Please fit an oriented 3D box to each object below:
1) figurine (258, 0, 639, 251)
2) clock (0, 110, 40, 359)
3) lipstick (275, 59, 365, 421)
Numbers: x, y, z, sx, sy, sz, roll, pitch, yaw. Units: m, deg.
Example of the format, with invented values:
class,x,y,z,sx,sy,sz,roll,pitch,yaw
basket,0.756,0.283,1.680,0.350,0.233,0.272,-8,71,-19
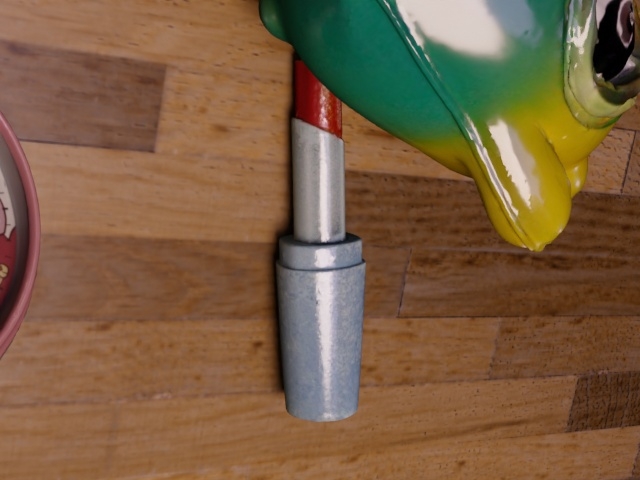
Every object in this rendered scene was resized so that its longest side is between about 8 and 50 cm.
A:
class,x,y,z,sx,sy,sz,roll,pitch,yaw
figurine,0.088,-0.167,0.715,0.340,0.231,0.323,36,42,-45
clock,-0.264,-0.012,0.576,0.244,0.056,0.244,15,68,-42
lipstick,0.000,0.000,0.805,0.068,0.061,0.274,-5,103,-21
